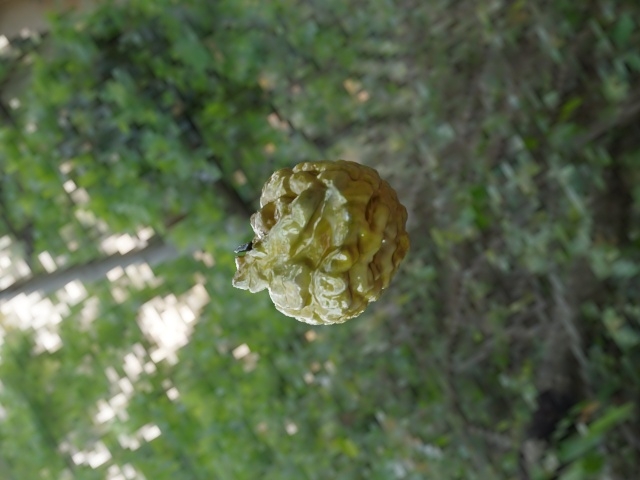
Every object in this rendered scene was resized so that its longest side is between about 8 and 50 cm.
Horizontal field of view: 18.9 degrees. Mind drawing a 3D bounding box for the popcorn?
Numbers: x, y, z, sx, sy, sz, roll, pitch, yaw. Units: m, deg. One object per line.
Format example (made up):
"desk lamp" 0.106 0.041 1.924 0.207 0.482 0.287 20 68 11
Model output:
"popcorn" 0.000 0.000 1.925 0.170 0.180 0.180 20 -151 -30
